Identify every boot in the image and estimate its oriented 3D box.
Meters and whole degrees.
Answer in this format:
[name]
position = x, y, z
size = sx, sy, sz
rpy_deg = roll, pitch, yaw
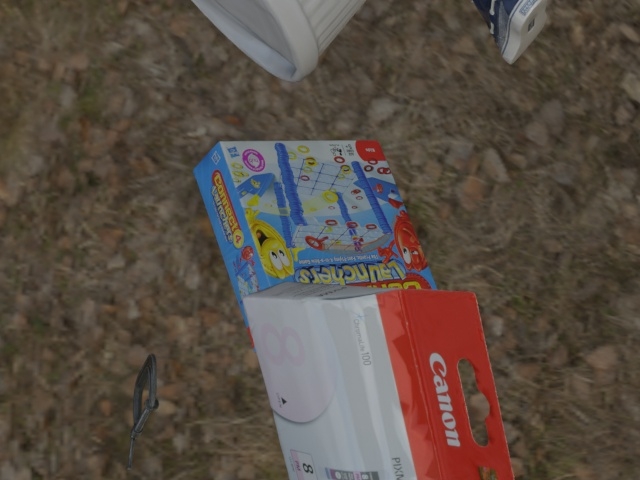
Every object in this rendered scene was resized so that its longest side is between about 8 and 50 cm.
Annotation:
[boot]
position = 0.222, -0.279, 1.539
size = 0.086, 0.190, 0.069
rpy_deg = 41, 84, 10

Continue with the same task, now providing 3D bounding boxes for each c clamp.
[c clamp]
position = -0.268, 0.254, 1.945
size = 0.160, 0.022, 0.137
rpy_deg = 118, 154, -48

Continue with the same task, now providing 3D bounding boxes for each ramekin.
[ramekin]
position = -0.063, -0.286, 1.171
size = 0.127, 0.273, 0.273
rpy_deg = -42, 61, -9

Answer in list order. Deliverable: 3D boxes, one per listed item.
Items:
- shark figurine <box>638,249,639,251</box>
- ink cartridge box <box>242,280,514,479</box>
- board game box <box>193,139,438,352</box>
[shark figurine]
position = 0.317, 0.095, 0.920
size = 0.166, 0.116, 0.278
rpy_deg = -38, 35, 38
[ink cartridge box]
position = 0.042, 0.130, 1.029
size = 0.232, 0.066, 0.189
rpy_deg = 3, 109, 55
[board game box]
position = 0.000, 0.000, 1.896
size = 0.086, 0.308, 0.302
rpy_deg = -43, 60, 46
